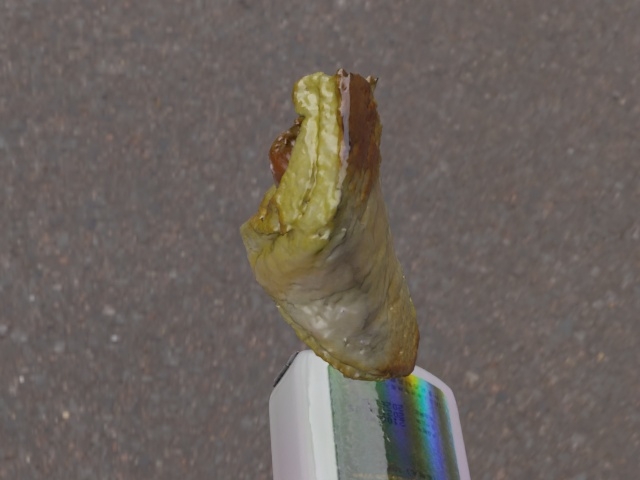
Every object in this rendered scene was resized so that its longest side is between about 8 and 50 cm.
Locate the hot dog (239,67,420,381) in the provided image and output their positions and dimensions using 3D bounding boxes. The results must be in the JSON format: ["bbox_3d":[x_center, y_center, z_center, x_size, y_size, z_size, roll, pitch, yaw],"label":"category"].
[{"bbox_3d":[-0.001,-0.001,0.581,0.061,0.169,0.078,3,41,18],"label":"hot dog"}]

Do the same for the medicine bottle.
[{"bbox_3d":[0.034,0.167,0.806,0.115,0.078,0.219,17,41,-22],"label":"medicine bottle"}]
